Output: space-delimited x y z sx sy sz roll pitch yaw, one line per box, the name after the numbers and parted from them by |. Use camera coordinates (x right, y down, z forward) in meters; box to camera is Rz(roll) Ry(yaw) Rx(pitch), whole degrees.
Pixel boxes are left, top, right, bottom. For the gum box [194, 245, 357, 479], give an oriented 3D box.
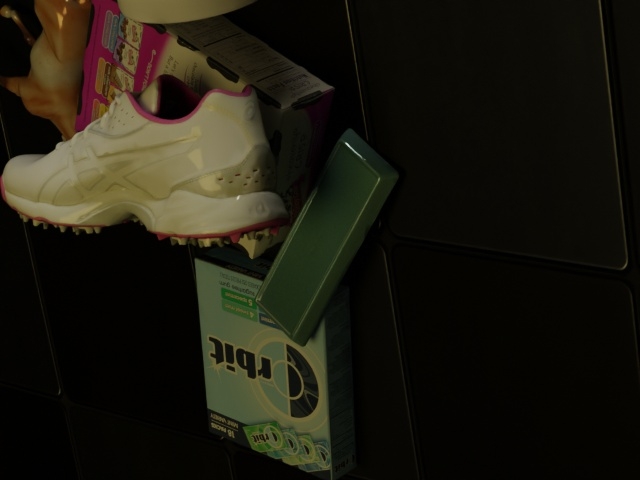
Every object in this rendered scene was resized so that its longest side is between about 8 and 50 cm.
-0.040 0.111 1.750 0.157 0.041 0.184 17 120 38 | gum box

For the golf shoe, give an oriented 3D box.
-0.153 -0.073 1.624 0.306 0.115 0.140 5 103 37 | golf shoe

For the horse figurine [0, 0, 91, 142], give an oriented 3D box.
-0.249 -0.192 1.784 0.174 0.066 0.263 47 139 25 | horse figurine

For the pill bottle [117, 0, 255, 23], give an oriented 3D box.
-0.123 -0.326 1.510 0.160 0.160 0.283 13 125 41 | pill bottle

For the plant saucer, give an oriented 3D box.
0.000 0.000 1.634 0.067 0.018 0.192 44 123 27 | plant saucer

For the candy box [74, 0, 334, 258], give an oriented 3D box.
-0.106 -0.114 1.676 0.233 0.071 0.159 36 132 27 | candy box
